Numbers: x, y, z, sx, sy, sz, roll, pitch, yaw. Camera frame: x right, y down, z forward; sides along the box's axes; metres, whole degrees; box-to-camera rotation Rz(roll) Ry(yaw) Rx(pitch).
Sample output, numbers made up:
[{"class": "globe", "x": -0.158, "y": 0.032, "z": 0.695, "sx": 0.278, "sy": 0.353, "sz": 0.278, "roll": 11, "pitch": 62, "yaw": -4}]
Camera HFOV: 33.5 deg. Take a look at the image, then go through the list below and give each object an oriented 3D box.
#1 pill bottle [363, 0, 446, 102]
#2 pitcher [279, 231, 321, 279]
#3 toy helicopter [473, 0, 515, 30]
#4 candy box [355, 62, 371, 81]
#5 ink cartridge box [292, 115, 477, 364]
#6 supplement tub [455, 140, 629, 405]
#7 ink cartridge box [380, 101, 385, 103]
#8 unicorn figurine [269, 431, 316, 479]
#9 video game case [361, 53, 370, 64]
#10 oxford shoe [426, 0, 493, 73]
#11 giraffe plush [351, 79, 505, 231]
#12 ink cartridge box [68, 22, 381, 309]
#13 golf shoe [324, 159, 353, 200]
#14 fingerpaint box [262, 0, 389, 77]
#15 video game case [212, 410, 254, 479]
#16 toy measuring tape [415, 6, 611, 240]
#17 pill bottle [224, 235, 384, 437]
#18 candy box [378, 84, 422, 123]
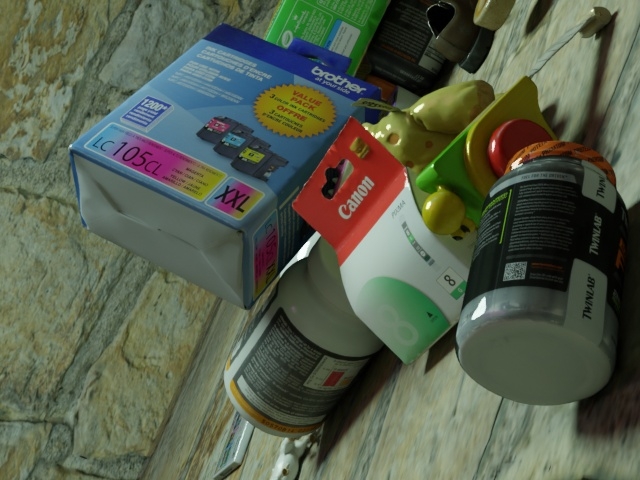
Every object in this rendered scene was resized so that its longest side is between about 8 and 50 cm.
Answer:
[{"class": "pill bottle", "x": 0.159, "y": -0.344, "z": 1.781, "sx": 0.245, "sy": 0.130, "sz": 0.130, "roll": -63, "pitch": 10, "yaw": 8}, {"class": "pitcher", "x": 0.000, "y": 0.000, "z": 1.607, "sx": 0.207, "sy": 0.178, "sz": 0.125, "roll": -63, "pitch": 9, "yaw": 4}, {"class": "toy helicopter", "x": 0.269, "y": -0.437, "z": 1.441, "sx": 0.235, "sy": 0.140, "sz": 0.355, "roll": 140, "pitch": 151, "yaw": -72}, {"class": "candy box", "x": 0.069, "y": -0.231, "z": 2.019, "sx": 0.109, "sy": 0.053, "sz": 0.186, "roll": 62, "pitch": -139, "yaw": -76}, {"class": "ink cartridge box", "x": 0.066, "y": 0.005, "z": 1.126, "sx": 0.056, "sy": 0.225, "sz": 0.181, "roll": -43, "pitch": -6, "yaw": -40}, {"class": "supplement tub", "x": 0.175, "y": 0.020, "z": 0.819, "sx": 0.117, "sy": 0.117, "sz": 0.190, "roll": -52, "pitch": 16, "yaw": 51}, {"class": "ink cartridge box", "x": 0.180, "y": -0.382, "z": 2.002, "sx": 0.189, "sy": 0.066, "sz": 0.232, "roll": 125, "pitch": 162, "yaw": -44}, {"class": "unicorn figurine", "x": -0.054, "y": 0.321, "z": 1.467, "sx": 0.162, "sy": 0.060, "sz": 0.111, "roll": -51, "pitch": 1, "yaw": -33}, {"class": "video game case", "x": 0.090, "y": -0.332, "z": 2.149, "sx": 0.201, "sy": 0.023, "sz": 0.183, "roll": -67, "pitch": -26, "yaw": -18}, {"class": "oxford shoe", "x": 0.214, "y": -0.351, "z": 1.620, "sx": 0.083, "sy": 0.096, "sz": 0.227, "roll": -59, "pitch": 9, "yaw": 38}, {"class": "giraffe plush", "x": 0.137, "y": -0.067, "z": 1.174, "sx": 0.181, "sy": 0.210, "sz": 0.170, "roll": 144, "pitch": 121, "yaw": -64}, {"class": "ink cartridge box", "x": -0.099, "y": -0.129, "z": 1.412, "sx": 0.395, "sy": 0.270, "sz": 0.151, "roll": -49, "pitch": -24, "yaw": -40}, {"class": "golf shoe", "x": 0.117, "y": -0.074, "z": 1.426, "sx": 0.306, "sy": 0.140, "sz": 0.115, "roll": -37, "pitch": -32, "yaw": -59}, {"class": "fingerpaint box", "x": 0.004, "y": -0.369, "z": 1.824, "sx": 0.445, "sy": 0.163, "sz": 0.371, "roll": -64, "pitch": 5, "yaw": -3}, {"class": "video game case", "x": -0.149, "y": 0.355, "z": 1.962, "sx": 0.143, "sy": 0.019, "sz": 0.157, "roll": -49, "pitch": 19, "yaw": 57}, {"class": "toy measuring tape", "x": 0.218, "y": -0.105, "z": 1.059, "sx": 0.330, "sy": 0.121, "sz": 0.121, "roll": -44, "pitch": 0, "yaw": -27}, {"class": "pill bottle", "x": -0.004, "y": 0.119, "z": 1.381, "sx": 0.278, "sy": 0.162, "sz": 0.162, "roll": -56, "pitch": 13, "yaw": 37}, {"class": "candy box", "x": 0.100, "y": -0.125, "z": 1.719, "sx": 0.196, "sy": 0.070, "sz": 0.165, "roll": -56, "pitch": 13, "yaw": 36}]
